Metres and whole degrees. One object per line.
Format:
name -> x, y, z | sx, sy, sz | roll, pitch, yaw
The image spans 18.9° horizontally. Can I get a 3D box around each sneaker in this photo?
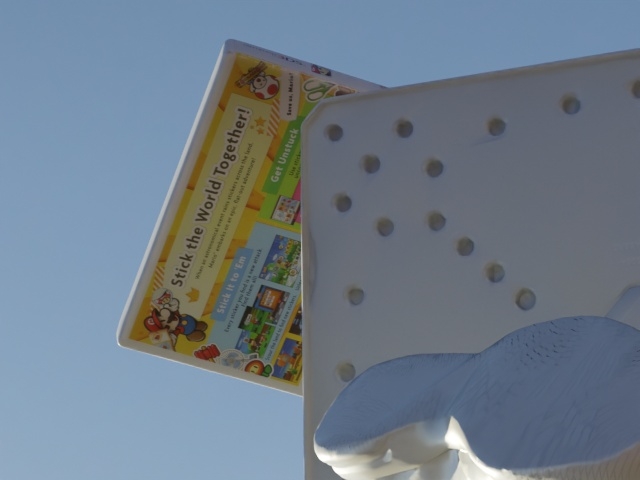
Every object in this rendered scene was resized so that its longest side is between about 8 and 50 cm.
sneaker -> 0.091, 0.090, 0.787 | 0.094, 0.212, 0.080 | 48, -116, -19

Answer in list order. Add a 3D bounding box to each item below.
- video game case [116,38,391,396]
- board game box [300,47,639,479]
video game case -> 0.000, 0.000, 1.239 | 0.206, 0.026, 0.227 | 16, -62, -13
board game box -> 0.178, 0.093, 0.980 | 0.390, 0.390, 0.050 | -7, -15, 23
